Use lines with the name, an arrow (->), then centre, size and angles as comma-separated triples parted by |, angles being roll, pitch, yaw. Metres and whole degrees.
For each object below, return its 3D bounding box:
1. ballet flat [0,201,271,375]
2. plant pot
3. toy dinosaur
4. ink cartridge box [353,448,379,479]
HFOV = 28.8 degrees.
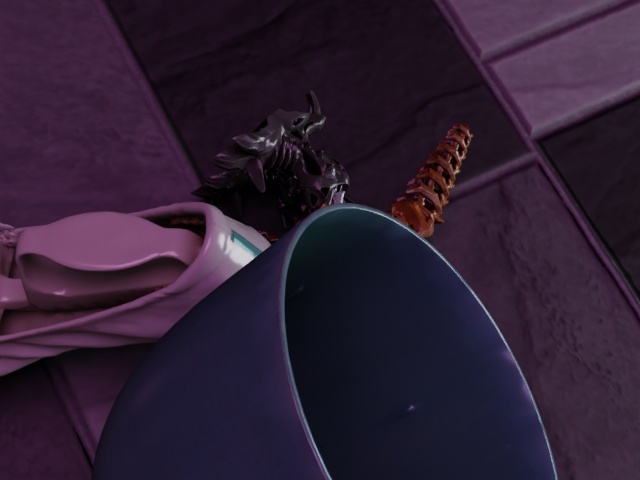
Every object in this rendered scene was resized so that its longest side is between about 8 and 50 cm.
ballet flat -> -0.232, 0.030, 0.980 | 0.400, 0.139, 0.139 | -8, 65, 14
plant pot -> -0.014, 0.157, 0.854 | 0.235, 0.293, 0.293 | -31, 65, 29
toy dinosaur -> 0.000, 0.000, 1.104 | 0.218, 0.164, 0.322 | 51, 52, 1
ink cartridge box -> 0.098, 0.267, 0.998 | 0.158, 0.092, 0.218 | 3, 63, -5
